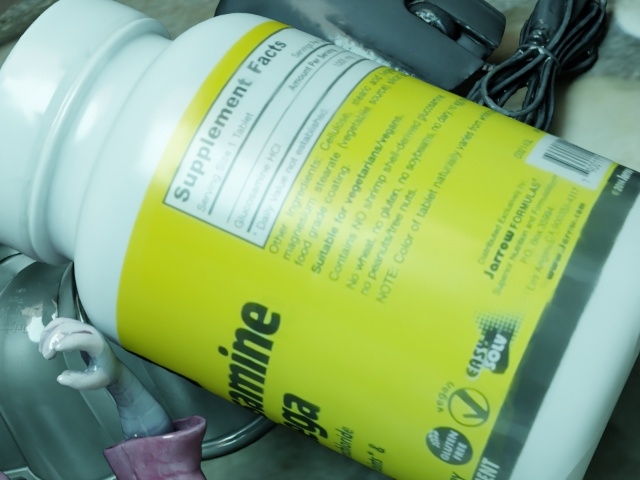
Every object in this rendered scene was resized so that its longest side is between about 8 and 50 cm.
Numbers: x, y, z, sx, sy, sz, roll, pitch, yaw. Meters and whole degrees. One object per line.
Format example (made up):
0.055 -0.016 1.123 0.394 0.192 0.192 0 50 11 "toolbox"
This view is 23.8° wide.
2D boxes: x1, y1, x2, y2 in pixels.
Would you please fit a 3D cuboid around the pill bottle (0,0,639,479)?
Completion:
0.000 0.000 0.769 0.334 0.188 0.188 24 58 12 "pill bottle"

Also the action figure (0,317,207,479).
-0.150 0.201 0.772 0.370 0.275 0.248 13 57 14 "action figure"

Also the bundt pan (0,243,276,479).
-0.130 -0.002 0.990 0.331 0.124 0.331 -16 41 14 "bundt pan"

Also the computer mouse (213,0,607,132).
0.047 -0.156 1.036 0.272 0.072 0.188 14 47 23 "computer mouse"
